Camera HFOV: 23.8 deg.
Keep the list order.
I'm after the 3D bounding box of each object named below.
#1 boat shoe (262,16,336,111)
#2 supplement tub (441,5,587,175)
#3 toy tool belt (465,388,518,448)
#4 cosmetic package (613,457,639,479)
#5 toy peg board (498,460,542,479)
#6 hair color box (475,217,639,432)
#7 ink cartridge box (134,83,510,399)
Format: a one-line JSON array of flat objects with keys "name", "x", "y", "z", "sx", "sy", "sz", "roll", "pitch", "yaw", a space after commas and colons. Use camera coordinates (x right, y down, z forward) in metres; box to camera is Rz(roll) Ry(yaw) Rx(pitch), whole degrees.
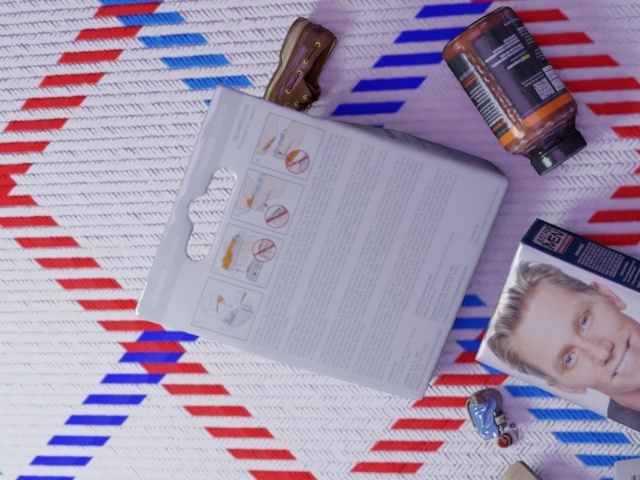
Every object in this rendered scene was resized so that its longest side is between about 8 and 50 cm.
[{"name": "boat shoe", "x": -0.032, "y": -0.193, "z": 1.942, "sx": 0.060, "sy": 0.064, "sz": 0.178, "roll": 23, "pitch": 100, "yaw": 15}, {"name": "supplement tub", "x": 0.240, "y": -0.177, "z": 1.842, "sx": 0.106, "sy": 0.106, "sz": 0.198, "roll": -34, "pitch": 86, "yaw": 17}, {"name": "toy tool belt", "x": 0.215, "y": 0.230, "z": 1.928, "sx": 0.052, "sy": 0.051, "sz": 0.083, "roll": -25, "pitch": 89, "yaw": 18}, {"name": "cosmetic package", "x": 0.556, "y": 0.360, "z": 1.763, "sx": 0.377, "sy": 0.097, "sz": 0.284, "roll": -11, "pitch": 119, "yaw": 17}, {"name": "toy peg board", "x": 0.269, "y": 0.389, "z": 1.930, "sx": 0.160, "sy": 0.079, "sz": 0.161, "roll": 45, "pitch": 106, "yaw": 23}, {"name": "hair color box", "x": 0.380, "y": 0.126, "z": 1.822, "sx": 0.347, "sy": 0.105, "sz": 0.174, "roll": 23, "pitch": 115, "yaw": 13}, {"name": "ink cartridge box", "x": 0.000, "y": 0.000, "z": 1.859, "sx": 0.385, "sy": 0.091, "sz": 0.308, "roll": 17, "pitch": 104, "yaw": -15}]
